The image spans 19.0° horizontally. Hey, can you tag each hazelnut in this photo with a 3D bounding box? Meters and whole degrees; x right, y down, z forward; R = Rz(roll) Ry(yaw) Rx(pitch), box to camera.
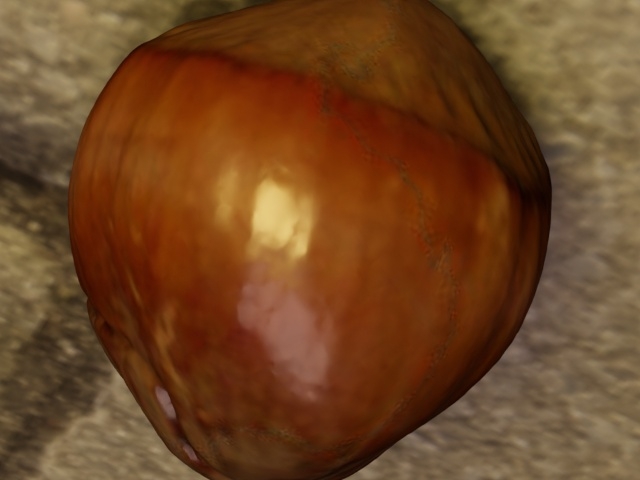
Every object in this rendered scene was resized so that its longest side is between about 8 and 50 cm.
[{"bbox_3d":[0.000,0.000,0.673,0.182,0.182,0.182,8,137,8],"label":"hazelnut"}]
